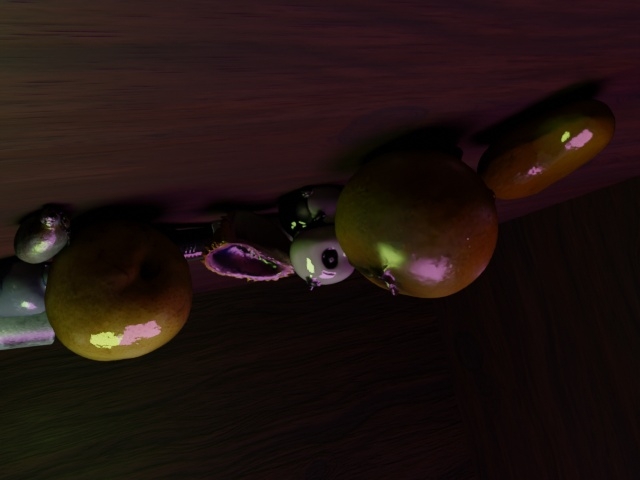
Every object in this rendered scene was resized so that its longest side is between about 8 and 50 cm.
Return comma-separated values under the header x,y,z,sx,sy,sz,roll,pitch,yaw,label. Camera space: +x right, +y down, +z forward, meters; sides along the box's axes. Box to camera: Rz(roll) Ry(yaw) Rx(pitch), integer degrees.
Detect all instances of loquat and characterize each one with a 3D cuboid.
x,y,z,sx,sy,sz,roll,pitch,yaw,label
0.207,-0.052,1.108,0.359,0.328,0.328,-57,-171,-20,loquat

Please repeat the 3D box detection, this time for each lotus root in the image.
x,y,z,sx,sy,sz,roll,pitch,yaw,label
-0.510,-0.009,1.001,0.165,0.088,0.088,-30,163,36,lotus root

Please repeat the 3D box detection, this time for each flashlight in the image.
x,y,z,sx,sy,sz,roll,pitch,yaw,label
-0.331,0.002,1.365,0.093,0.093,0.232,-19,174,38,flashlight

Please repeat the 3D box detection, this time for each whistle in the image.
x,y,z,sx,sy,sz,roll,pitch,yaw,label
-0.852,0.168,1.546,0.168,0.188,0.404,-1,134,-36,whistle

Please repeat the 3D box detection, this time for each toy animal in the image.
x,y,z,sx,sy,sz,roll,pitch,yaw,label
0.002,-0.009,1.303,0.187,0.235,0.165,-7,164,-40,toy animal

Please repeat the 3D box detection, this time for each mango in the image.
x,y,z,sx,sy,sz,roll,pitch,yaw,label
0.452,-0.181,1.091,0.195,0.142,0.332,-14,171,-30,mango

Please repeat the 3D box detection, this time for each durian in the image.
x,y,z,sx,sy,sz,roll,pitch,yaw,label
-0.172,0.007,1.309,0.154,0.186,0.260,-17,141,34,durian

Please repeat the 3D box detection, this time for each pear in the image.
x,y,z,sx,sy,sz,roll,pitch,yaw,label
-0.419,0.101,1.132,0.314,0.314,0.314,-12,173,-2,pear

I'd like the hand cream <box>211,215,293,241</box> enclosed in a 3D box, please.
x,y,z,sx,sy,sz,roll,pitch,yaw,label
-0.141,-0.008,1.465,0.306,0.147,0.093,-15,176,-36,hand cream

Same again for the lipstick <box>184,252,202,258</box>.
x,y,z,sx,sy,sz,roll,pitch,yaw,label
-0.423,0.029,1.437,0.418,0.077,0.077,-10,172,-25,lipstick

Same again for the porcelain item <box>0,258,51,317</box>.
x,y,z,sx,sy,sz,roll,pitch,yaw,label
-0.758,0.129,1.316,0.259,0.141,0.141,-20,172,2,porcelain item
